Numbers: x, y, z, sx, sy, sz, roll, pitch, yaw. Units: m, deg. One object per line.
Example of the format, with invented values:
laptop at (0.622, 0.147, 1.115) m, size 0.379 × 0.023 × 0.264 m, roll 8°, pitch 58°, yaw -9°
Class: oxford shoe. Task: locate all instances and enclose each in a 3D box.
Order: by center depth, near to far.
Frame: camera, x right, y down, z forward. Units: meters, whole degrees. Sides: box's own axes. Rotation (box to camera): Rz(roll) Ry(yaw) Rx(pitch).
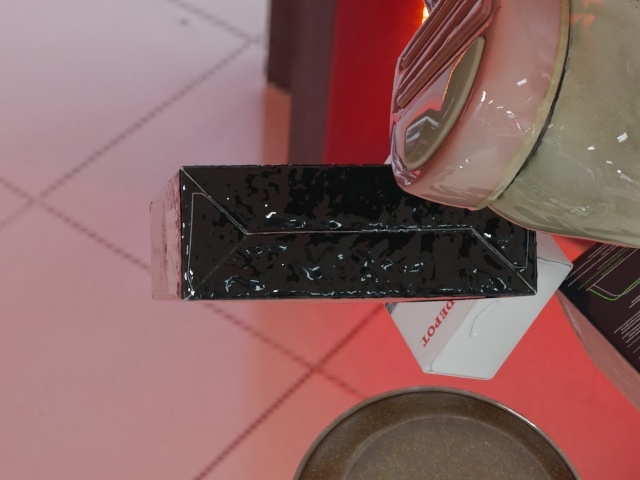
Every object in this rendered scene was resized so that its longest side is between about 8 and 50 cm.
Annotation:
oxford shoe at (0.133, -0.148, 0.884) m, size 0.147 × 0.140 × 0.397 m, roll 23°, pitch 51°, yaw -12°

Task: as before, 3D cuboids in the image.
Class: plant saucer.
plant saucer at (0.076, 0.182, 1.084) m, size 0.199 × 0.198 × 0.036 m, roll 18°, pitch 14°, yaw 13°

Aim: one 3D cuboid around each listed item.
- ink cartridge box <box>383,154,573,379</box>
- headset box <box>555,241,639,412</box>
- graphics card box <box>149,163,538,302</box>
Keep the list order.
ink cartridge box at (0.142, 0.010, 1.903) m, size 0.100 × 0.172 × 0.237 m, roll 11°, pitch 34°, yaw -36°
headset box at (0.406, 0.143, 1.889) m, size 0.131 × 0.246 × 0.283 m, roll -40°, pitch 56°, yaw -2°
graphics card box at (0.000, 0.000, 1.270) m, size 0.233 × 0.371 × 0.094 m, roll 0°, pitch 87°, yaw -9°
